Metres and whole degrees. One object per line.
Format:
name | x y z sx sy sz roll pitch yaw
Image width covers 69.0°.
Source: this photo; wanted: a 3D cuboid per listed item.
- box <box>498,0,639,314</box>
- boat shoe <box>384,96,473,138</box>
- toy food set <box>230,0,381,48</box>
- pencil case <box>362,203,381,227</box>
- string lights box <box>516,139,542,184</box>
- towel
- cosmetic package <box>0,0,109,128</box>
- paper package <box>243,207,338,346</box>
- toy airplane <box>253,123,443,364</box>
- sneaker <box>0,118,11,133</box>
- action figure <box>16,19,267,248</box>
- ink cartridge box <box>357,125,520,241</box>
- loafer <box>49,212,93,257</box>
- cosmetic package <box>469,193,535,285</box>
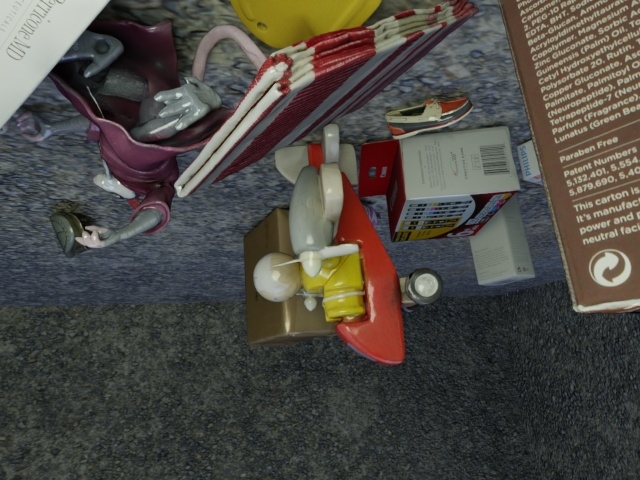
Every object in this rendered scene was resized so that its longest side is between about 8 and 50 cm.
box | 0.253 -0.139 0.363 0.191 0.381 0.143 9 157 -42
boat shoe | 0.171 -0.202 0.742 0.137 0.049 0.043 -12 123 27
toy food set | 0.001 -0.258 0.415 0.128 0.071 0.218 26 159 -23
pencil case | 0.052 -0.059 1.138 0.206 0.088 0.086 11 156 -42
string lights box | 0.522 -0.182 0.861 0.133 0.076 0.260 5 162 -36
towel | 0.006 -0.165 0.517 0.329 0.037 0.237 -37 -175 -38
cosmetic package | -0.341 -0.202 0.323 0.377 0.097 0.284 -17 138 38
paper package | -0.083 0.111 1.260 0.168 0.325 0.309 3 163 -27
toy airplane | 0.000 0.000 0.813 0.272 0.384 0.386 -25 123 -8
sneaker | -0.460 -0.176 0.584 0.051 0.070 0.134 -15 161 37
action figure | -0.248 -0.149 0.638 0.276 0.248 0.370 -31 175 -22
ink cartridge box | 0.219 -0.097 0.975 0.272 0.130 0.309 -5 165 3
loafer | -0.579 -0.020 1.108 0.087 0.094 0.251 -25 -175 -28
cosmetic package | 0.444 -0.009 1.170 0.085 0.231 0.117 5 162 -32
